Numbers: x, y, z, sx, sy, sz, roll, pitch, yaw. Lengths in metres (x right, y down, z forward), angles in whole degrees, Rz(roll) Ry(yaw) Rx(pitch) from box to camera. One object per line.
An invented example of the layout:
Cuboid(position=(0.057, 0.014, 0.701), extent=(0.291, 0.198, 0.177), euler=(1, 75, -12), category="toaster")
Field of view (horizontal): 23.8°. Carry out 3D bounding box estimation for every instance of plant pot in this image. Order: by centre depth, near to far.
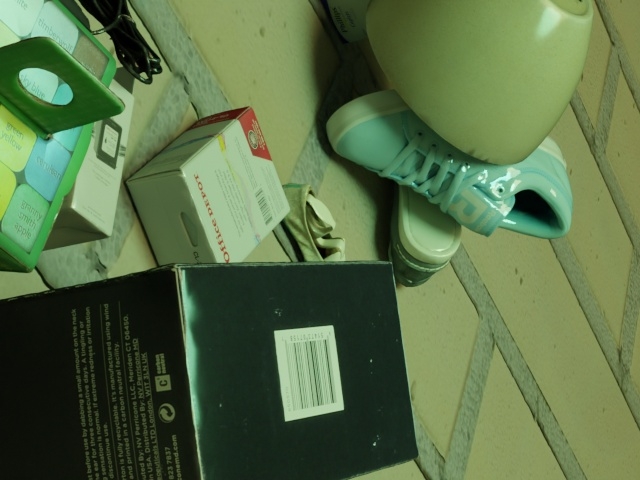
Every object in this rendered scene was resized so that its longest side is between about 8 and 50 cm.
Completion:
Cuboid(position=(0.224, -0.263, 1.880), extent=(0.284, 0.191, 0.284), euler=(29, 38, -25), category="plant pot")

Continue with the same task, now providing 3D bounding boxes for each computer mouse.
Cuboid(position=(-0.259, -0.236, 1.330), extent=(0.262, 0.060, 0.184), euler=(17, 27, -35), category="computer mouse")

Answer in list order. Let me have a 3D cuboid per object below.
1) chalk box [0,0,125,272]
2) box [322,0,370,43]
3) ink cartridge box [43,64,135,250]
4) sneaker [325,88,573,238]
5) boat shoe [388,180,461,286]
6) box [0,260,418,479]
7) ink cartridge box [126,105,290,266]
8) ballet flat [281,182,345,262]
Cuboid(position=(-0.273, -0.094, 1.038), extent=(0.180, 0.288, 0.179), euler=(45, 56, -48), category="chalk box")
Cuboid(position=(0.052, -0.350, 1.985), extent=(0.126, 0.072, 0.137), euler=(61, 34, -31), category="box")
Cuboid(position=(-0.229, -0.086, 1.346), extent=(0.060, 0.104, 0.180), euler=(40, 47, -49), category="ink cartridge box")
Cuboid(position=(0.181, -0.087, 1.930), extent=(0.365, 0.135, 0.150), euler=(10, 46, -27), category="sneaker")
Cuboid(position=(0.141, -0.073, 2.072), extent=(0.099, 0.116, 0.319), euler=(114, -12, -47), category="boat shoe")
Cuboid(position=(-0.138, 0.125, 1.227), extent=(0.343, 0.312, 0.179), euler=(0, 81, -61), category="box")
Cuboid(position=(-0.114, -0.046, 1.579), extent=(0.175, 0.072, 0.127), euler=(-48, 124, -56), category="ink cartridge box")
Cuboid(position=(0.000, 0.000, 1.797), extent=(0.168, 0.052, 0.057), euler=(58, 35, -36), category="ballet flat")
